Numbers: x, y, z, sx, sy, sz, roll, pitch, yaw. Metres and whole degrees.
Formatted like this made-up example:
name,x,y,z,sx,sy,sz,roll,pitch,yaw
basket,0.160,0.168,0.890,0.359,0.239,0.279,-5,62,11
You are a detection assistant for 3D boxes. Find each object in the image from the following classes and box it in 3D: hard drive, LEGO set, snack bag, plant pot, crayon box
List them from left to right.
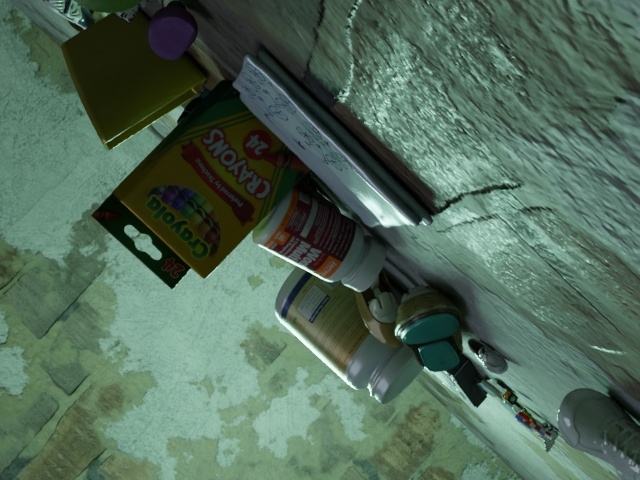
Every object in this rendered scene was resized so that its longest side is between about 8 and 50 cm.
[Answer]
name,x,y,z,sx,sy,sz,roll,pitch,yaw
plant pot,-0.353,-0.301,1.658,0.187,0.212,0.212,56,172,-8
crayon box,-0.194,-0.083,1.522,0.202,0.318,0.081,45,173,-26
snack bag,-0.002,-0.129,1.323,0.323,0.037,0.342,43,174,-8
hard drive,0.250,0.257,2.244,0.339,0.064,0.237,38,172,34
LEGO set,0.423,0.377,2.002,0.182,0.060,0.244,38,173,7

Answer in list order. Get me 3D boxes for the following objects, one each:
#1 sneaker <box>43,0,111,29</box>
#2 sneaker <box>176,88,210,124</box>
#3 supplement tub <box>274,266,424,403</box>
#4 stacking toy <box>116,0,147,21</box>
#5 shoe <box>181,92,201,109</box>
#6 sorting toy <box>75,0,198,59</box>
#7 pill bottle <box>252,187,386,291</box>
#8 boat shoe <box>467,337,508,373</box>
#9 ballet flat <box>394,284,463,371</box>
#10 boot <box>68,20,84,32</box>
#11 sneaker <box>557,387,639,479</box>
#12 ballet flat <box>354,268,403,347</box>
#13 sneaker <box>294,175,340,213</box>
name,x,y,z,sx,sy,sz,roll,pitch,yaw
sneaker,-0.495,-0.484,1.737,0.153,0.094,0.235,31,179,25
sneaker,-0.172,-0.188,1.733,0.232,0.090,0.081,41,173,22
supplement tub,0.082,0.177,1.976,0.316,0.228,0.228,41,174,20
stacking toy,-0.382,-0.453,1.445,0.167,0.052,0.221,38,171,37
shoe,-0.215,-0.235,1.848,0.178,0.063,0.081,46,177,29
sorting toy,-0.293,-0.397,1.191,0.365,0.127,0.126,44,-156,-32
pill bottle,0.000,0.000,1.629,0.221,0.121,0.121,29,178,-17
boat shoe,0.308,0.212,1.701,0.035,0.035,0.100,44,-179,-37
ballet flat,0.195,0.145,1.669,0.123,0.123,0.348,40,171,24
boot,-0.453,-0.431,1.961,0.197,0.073,0.152,43,179,22
sneaker,0.424,0.278,1.246,0.232,0.090,0.115,36,170,-19
ballet flat,0.102,0.096,1.761,0.232,0.080,0.073,63,164,15
sneaker,-0.049,-0.094,1.707,0.192,0.064,0.086,43,170,-32
